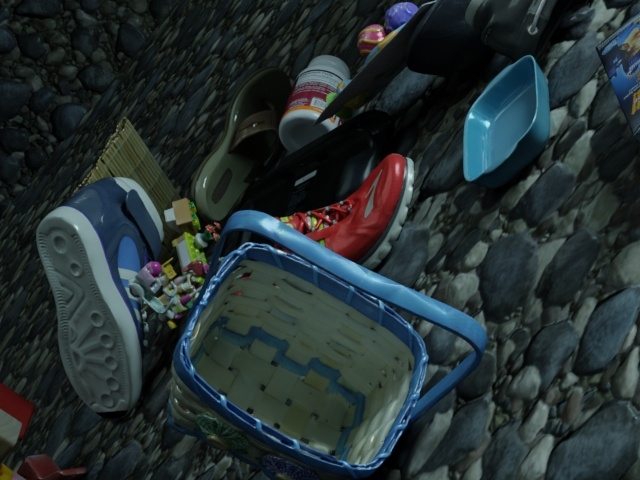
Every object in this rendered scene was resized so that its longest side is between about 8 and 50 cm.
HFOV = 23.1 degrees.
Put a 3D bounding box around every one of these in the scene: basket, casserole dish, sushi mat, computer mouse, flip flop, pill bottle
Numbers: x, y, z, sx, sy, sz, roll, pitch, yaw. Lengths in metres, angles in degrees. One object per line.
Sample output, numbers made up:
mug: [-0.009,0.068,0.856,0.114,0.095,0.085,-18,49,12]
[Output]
basket: [-0.006,0.108,1.463,0.289,0.254,0.201,-60,3,47]
casserole dish: [0.203,-0.123,1.680,0.114,0.037,0.188,-43,22,29]
sushi mat: [-0.285,-0.050,2.416,0.019,0.316,0.151,24,72,26]
computer mouse: [0.210,-0.296,1.864,0.272,0.072,0.188,-51,-18,5]
flip flop: [-0.107,-0.143,2.378,0.080,0.112,0.277,4,54,38]
pill bottle: [-0.003,-0.192,2.220,0.086,0.086,0.152,-38,23,39]

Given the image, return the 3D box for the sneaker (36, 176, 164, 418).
sneaker: [-0.279,0.068,2.266,0.130,0.323,0.236,-7,16,30]

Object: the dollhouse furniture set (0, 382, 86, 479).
dollhouse furniture set: [-0.387,0.321,2.091,0.152,0.201,0.374,-48,13,17]

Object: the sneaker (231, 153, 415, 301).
sneaker: [0.000,0.000,1.822,0.279,0.118,0.107,-48,20,17]

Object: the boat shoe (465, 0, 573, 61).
boat shoe: [0.306,-0.338,1.758,0.335,0.095,0.112,-48,-18,6]

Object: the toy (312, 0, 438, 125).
toy: [0.081,-0.243,1.950,0.137,0.056,0.237,-27,-17,-50]

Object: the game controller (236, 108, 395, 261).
game controller: [-0.011,-0.063,2.080,0.319,0.067,0.166,-26,47,55]

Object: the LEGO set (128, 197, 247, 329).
LEGO set: [-0.167,0.025,2.194,0.107,0.132,0.287,-34,16,22]

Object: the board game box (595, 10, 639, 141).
board game box: [0.334,-0.162,1.396,0.194,0.060,0.194,-40,24,35]
